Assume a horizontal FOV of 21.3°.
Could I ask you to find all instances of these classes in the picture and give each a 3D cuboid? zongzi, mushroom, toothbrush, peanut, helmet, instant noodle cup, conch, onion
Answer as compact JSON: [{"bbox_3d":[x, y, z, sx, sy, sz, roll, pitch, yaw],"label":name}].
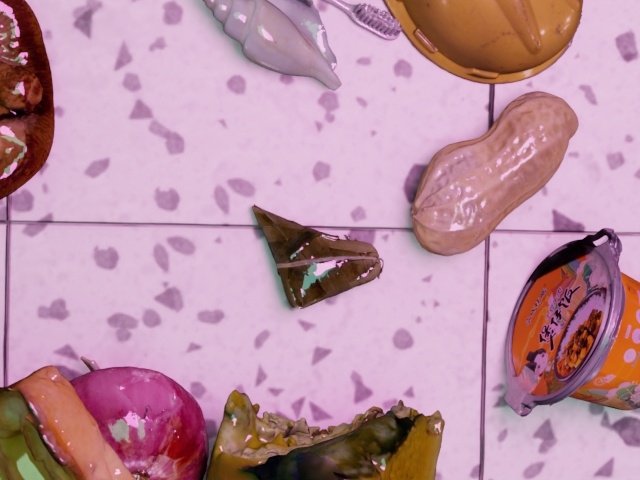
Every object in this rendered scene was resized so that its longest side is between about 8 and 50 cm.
[{"bbox_3d":[0.000,0.000,1.747,0.109,0.055,0.119,-21,84,-11],"label":"zongzi"},{"bbox_3d":[-0.355,-0.144,1.643,0.194,0.138,0.231,-1,81,3],"label":"mushroom"},{"bbox_3d":[-0.071,-0.294,1.732,0.354,0.029,0.024,28,74,-10],"label":"toothbrush"},{"bbox_3d":[0.178,-0.071,1.757,0.214,0.090,0.098,-39,69,-8],"label":"peanut"},{"bbox_3d":[0.176,-0.277,1.726,0.257,0.140,0.205,45,84,-11],"label":"helmet"},{"bbox_3d":[0.292,0.100,1.753,0.125,0.177,0.208,21,120,-26],"label":"instant noodle cup"},{"bbox_3d":[-0.050,-0.215,1.728,0.180,0.065,0.088,30,51,-20],"label":"conch"},{"bbox_3d":[-0.197,0.205,1.669,0.177,0.153,0.177,-1,98,-9],"label":"onion"}]

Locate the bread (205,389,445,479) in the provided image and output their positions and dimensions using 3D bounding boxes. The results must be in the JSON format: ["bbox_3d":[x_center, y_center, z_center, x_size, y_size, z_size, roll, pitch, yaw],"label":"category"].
[{"bbox_3d":[-0.023,0.338,1.667,0.208,0.251,0.376,10,92,35],"label":"bread"}]

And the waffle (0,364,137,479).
[{"bbox_3d":[-0.258,0.268,1.578,0.077,0.348,0.304,-38,99,-37],"label":"waffle"}]
